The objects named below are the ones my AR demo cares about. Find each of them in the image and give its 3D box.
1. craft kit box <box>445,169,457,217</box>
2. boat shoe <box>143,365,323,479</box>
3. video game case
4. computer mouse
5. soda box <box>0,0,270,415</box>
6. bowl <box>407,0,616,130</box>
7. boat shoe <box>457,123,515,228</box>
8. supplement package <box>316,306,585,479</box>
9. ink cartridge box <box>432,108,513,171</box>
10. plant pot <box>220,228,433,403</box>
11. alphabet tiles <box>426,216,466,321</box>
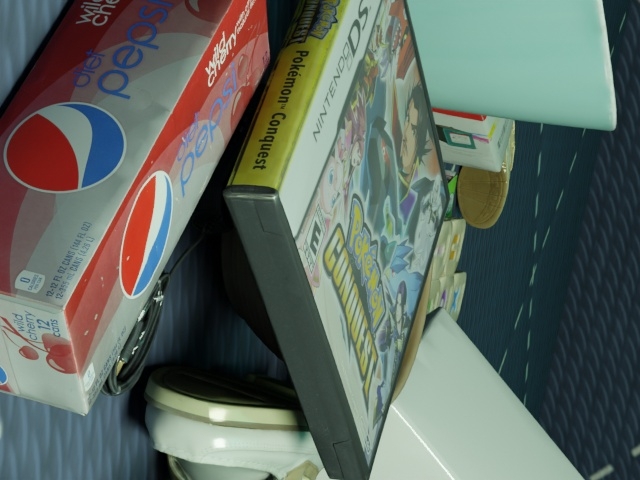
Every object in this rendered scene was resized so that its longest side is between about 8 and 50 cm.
[{"bbox_3d":[0.062,0.077,1.739,0.246,0.061,0.250,-39,140,-63],"label":"craft kit box"},{"bbox_3d":[-0.050,0.151,1.264,0.302,0.113,0.103,23,85,-72],"label":"boat shoe"},{"bbox_3d":[0.022,-0.028,1.129,0.275,0.035,0.248,72,28,-46],"label":"video game case"},{"bbox_3d":[-0.088,-0.006,1.152,0.071,0.041,0.242,85,30,-55],"label":"computer mouse"},{"bbox_3d":[-0.109,-0.046,0.928,0.092,0.083,0.263,87,21,-49],"label":"soda box"},{"bbox_3d":[0.113,-0.219,1.339,0.311,0.163,0.311,-11,90,-82],"label":"bowl"},{"bbox_3d":[0.196,-0.097,2.066,0.059,0.063,0.170,-42,143,-55],"label":"boat shoe"},{"bbox_3d":[0.107,0.239,1.511,0.175,0.293,0.177,-36,-174,29],"label":"supplement package"},{"bbox_3d":[0.149,-0.170,1.794,0.231,0.078,0.134,59,46,-70],"label":"ink cartridge box"},{"bbox_3d":[0.000,0.000,1.290,0.237,0.110,0.237,4,90,-71],"label":"plant pot"},{"bbox_3d":[0.092,0.116,1.742,0.278,0.021,0.284,-11,113,-75],"label":"alphabet tiles"}]
